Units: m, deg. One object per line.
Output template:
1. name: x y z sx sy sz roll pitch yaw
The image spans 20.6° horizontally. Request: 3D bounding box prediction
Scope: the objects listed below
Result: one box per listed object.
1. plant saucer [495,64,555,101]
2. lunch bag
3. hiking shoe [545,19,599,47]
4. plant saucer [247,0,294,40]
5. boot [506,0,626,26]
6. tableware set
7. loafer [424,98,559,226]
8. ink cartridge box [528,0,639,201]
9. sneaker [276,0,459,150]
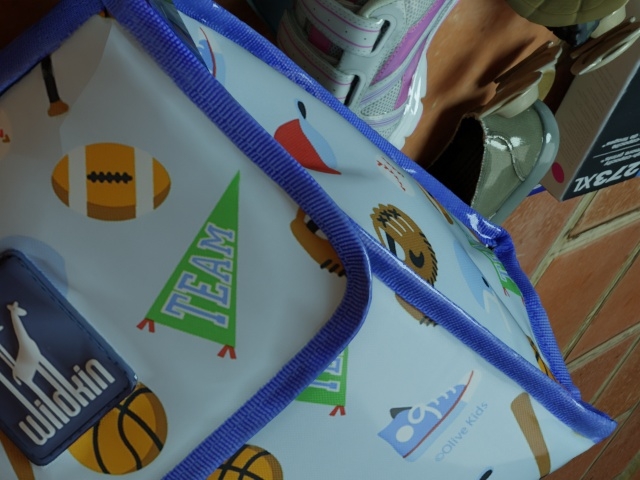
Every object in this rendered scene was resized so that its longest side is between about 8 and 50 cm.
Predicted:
1. plant saucer: 0.176 -0.126 1.511 0.083 0.015 0.083 -41 159 -19
2. lunch bag: -0.086 0.068 0.935 0.328 0.239 0.385 -42 130 12
3. hiking shoe: 0.193 -0.223 1.260 0.114 0.086 0.227 -44 161 -9
4. plant saucer: -0.016 -0.158 1.055 0.067 0.018 0.192 -47 159 -1
5. boot: 0.102 -0.267 0.899 0.095 0.203 0.262 -11 139 20
6. tableware set: 0.188 -0.145 1.370 0.141 0.020 0.169 -33 -167 19
7. loafer: 0.096 -0.022 1.460 0.087 0.094 0.251 6 125 -41
8. ink cartridge box: 0.303 -0.132 1.575 0.176 0.069 0.371 -18 158 -21
9. sneaker: 0.019 -0.134 1.021 0.111 0.103 0.252 4 119 -60
